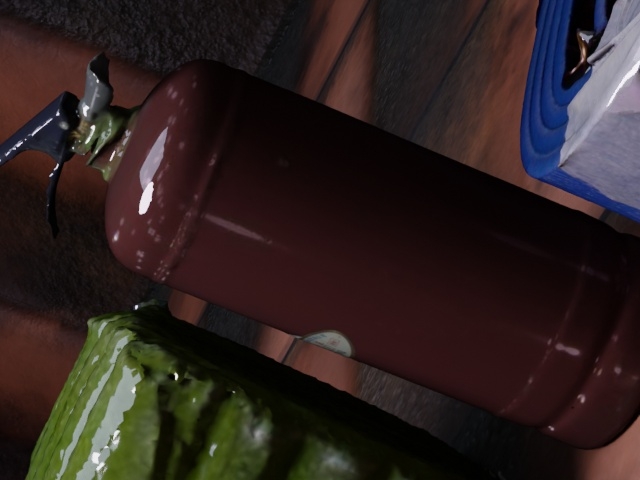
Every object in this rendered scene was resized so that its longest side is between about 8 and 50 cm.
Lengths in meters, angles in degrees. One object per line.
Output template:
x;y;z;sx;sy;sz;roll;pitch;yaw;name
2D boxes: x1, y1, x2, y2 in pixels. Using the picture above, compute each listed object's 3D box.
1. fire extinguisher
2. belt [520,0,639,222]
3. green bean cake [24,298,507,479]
0.000;0.000;0.898;0.114;0.337;0.135;-79;16;-48;fire extinguisher
0.199;-0.160;0.857;0.212;0.117;0.347;128;163;-56;belt
-0.030;0.149;0.980;0.247;0.250;0.156;-156;89;-78;green bean cake
